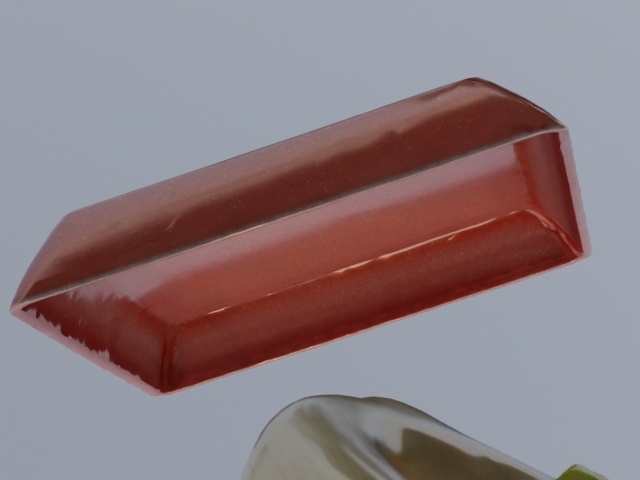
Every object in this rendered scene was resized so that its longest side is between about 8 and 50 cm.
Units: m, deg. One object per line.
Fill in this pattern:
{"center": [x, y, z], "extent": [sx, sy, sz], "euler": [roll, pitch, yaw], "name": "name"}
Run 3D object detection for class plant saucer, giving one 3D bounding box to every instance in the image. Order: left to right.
{"center": [0.000, 0.000, 0.952], "extent": [0.259, 0.258, 0.048], "euler": [-18, -106, 6], "name": "plant saucer"}

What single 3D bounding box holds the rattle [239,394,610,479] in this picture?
{"center": [0.019, 0.105, 0.336], "extent": [0.130, 0.200, 0.143], "euler": [44, -84, -7], "name": "rattle"}
